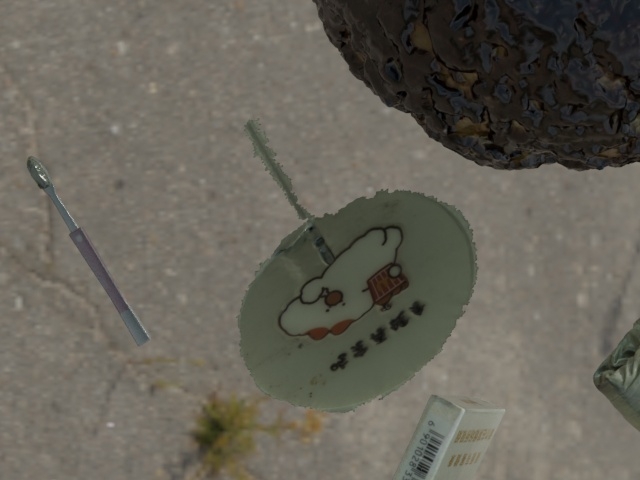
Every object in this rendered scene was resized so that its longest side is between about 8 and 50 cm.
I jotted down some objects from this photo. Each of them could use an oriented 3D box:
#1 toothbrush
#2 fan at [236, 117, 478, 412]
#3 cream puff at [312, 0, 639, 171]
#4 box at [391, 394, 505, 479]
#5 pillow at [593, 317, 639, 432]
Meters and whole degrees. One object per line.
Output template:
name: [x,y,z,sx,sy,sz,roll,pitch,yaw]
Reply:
toothbrush: [-0.207,0.009,1.371,0.194,0.014,0.017,59,5,-9]
fan: [0.000,0.001,1.152,0.191,0.329,0.009,-36,133,2]
cream puff: [0.111,-0.127,0.702,0.239,0.239,0.164,-46,139,-39]
box: [0.045,0.161,0.831,0.167,0.024,0.090,-66,159,3]
pillow: [0.299,0.115,1.137,0.134,0.078,0.181,-44,88,-8]
